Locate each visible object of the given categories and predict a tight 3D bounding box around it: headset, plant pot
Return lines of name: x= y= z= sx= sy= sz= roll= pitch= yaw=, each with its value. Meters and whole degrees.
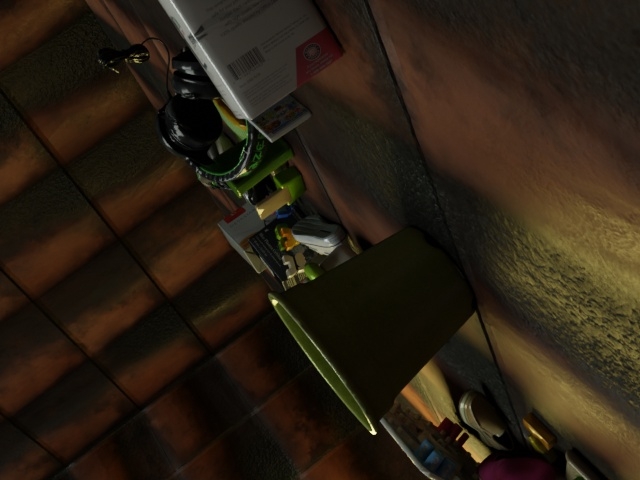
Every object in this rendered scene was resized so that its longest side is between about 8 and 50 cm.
headset: x=-0.272 y=-0.280 z=1.535 sx=0.394 sy=0.185 sz=0.243 roll=44 pitch=129 yaw=24
plant pot: x=0.098 y=0.121 z=1.232 sx=0.276 sy=0.254 sz=0.276 roll=51 pitch=169 yaw=13

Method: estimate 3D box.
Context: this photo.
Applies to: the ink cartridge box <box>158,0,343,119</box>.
ink cartridge box: x=-0.099 y=-0.290 z=0.994 sx=0.218 sy=0.158 sz=0.092 roll=57 pitch=170 yaw=-19

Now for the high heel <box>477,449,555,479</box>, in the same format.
high heel: x=0.402 y=0.454 z=1.496 sx=0.127 sy=0.181 sz=0.377 roll=38 pitch=-167 yaw=7

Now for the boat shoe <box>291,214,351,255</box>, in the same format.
boat shoe: x=0.000 y=0.000 z=1.778 sx=0.076 sy=0.083 sz=0.226 roll=58 pitch=169 yaw=-20

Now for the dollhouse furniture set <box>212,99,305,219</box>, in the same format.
dollhouse furniture set: x=-0.192 y=-0.208 z=1.746 sx=0.301 sy=0.151 sz=0.197 roll=49 pitch=170 yaw=26

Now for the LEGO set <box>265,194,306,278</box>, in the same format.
LEGO set: x=-0.060 y=-0.030 z=1.916 sx=0.087 sy=0.093 sz=0.227 roll=118 pitch=139 yaw=-62

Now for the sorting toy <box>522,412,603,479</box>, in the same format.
sorting toy: x=0.456 y=0.443 z=1.303 sx=0.307 sy=0.041 sz=0.229 roll=46 pitch=168 yaw=37

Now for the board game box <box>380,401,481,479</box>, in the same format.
board game box: x=0.286 y=0.474 z=1.769 sx=0.390 sy=0.050 sz=0.390 roll=34 pitch=-176 yaw=-29

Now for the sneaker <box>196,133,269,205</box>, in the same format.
sneaker: x=-0.260 y=-0.181 z=2.192 sx=0.343 sy=0.146 sz=0.134 roll=42 pitch=165 yaw=48

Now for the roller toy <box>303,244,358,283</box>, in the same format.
roller toy: x=0.074 y=0.109 z=1.615 sx=0.191 sy=0.146 sz=0.209 roll=43 pitch=179 yaw=22

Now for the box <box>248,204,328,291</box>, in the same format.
box: x=-0.078 y=0.021 z=1.996 sx=0.156 sy=0.158 sz=0.093 roll=49 pitch=169 yaw=20

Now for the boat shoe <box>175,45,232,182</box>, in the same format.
boat shoe: x=-0.297 y=-0.298 z=1.826 sx=0.112 sy=0.095 sz=0.335 roll=7 pitch=-119 yaw=-76

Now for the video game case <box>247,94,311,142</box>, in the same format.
video game case: x=-0.083 y=-0.227 z=1.351 sx=0.122 sy=0.087 sz=0.011 roll=45 pitch=165 yaw=40

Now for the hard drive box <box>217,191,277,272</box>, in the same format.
hard drive box: x=-0.165 y=-0.030 z=2.174 sx=0.089 sy=0.181 sz=0.232 roll=59 pitch=168 yaw=-31

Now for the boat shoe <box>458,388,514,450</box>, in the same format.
boat shoe: x=0.343 y=0.364 z=1.536 sx=0.072 sy=0.068 sz=0.190 roll=23 pitch=160 yaw=48
